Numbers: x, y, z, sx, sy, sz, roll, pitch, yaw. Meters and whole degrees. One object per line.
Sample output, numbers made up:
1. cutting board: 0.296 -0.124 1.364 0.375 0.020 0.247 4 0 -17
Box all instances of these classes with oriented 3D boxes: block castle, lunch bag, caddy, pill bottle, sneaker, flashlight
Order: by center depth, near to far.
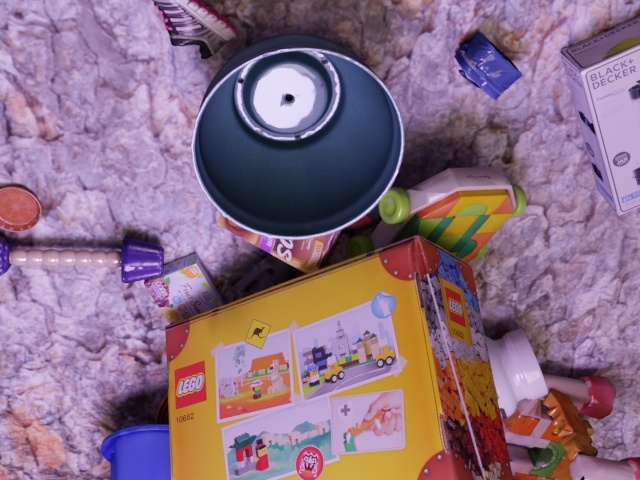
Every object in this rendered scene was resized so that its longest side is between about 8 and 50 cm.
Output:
1. sneaker: -0.204 -0.315 1.225 0.170 0.063 0.075 29 109 -29
2. lunch bag: 0.250 -0.264 1.320 0.098 0.067 0.065 35 112 -25
3. flashlight: 0.000 0.000 1.450 0.103 0.103 0.304 44 114 -3
4. caddy: -0.241 0.431 1.616 0.341 0.179 0.241 9 145 -14
5. pill bottle: 0.270 0.273 1.624 0.278 0.162 0.162 -21 124 6
6. block castle: 0.467 0.507 1.725 0.212 0.303 0.453 13 122 -17

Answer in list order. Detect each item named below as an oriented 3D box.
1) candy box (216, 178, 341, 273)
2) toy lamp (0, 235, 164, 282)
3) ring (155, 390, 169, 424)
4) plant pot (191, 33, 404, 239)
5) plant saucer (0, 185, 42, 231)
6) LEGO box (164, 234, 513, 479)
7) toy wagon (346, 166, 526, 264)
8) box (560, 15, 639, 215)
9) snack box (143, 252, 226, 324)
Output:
1. candy box: -0.061 -0.034 1.378 0.186 0.053 0.109 27 109 10
2. toy lamp: -0.396 0.031 1.421 0.274 0.080 0.080 2 123 -7
3. ring: -0.156 0.369 1.706 0.336 0.032 0.337 -4 124 -6
4. plant pot: -0.039 -0.176 1.260 0.293 0.196 0.293 -3 124 -5
5. plant saucer: -0.490 -0.052 1.389 0.083 0.013 0.084 -4 124 -6
6. LEGO box: 0.005 0.259 1.348 0.500 0.373 0.193 -21 152 29
7. toy wagon: 0.175 0.006 1.427 0.267 0.068 0.344 -4 144 -33
8. box: 0.507 -0.200 1.388 0.169 0.087 0.290 -22 123 6
9. snack box: -0.230 0.100 1.513 0.100 0.037 0.141 -23 124 6
